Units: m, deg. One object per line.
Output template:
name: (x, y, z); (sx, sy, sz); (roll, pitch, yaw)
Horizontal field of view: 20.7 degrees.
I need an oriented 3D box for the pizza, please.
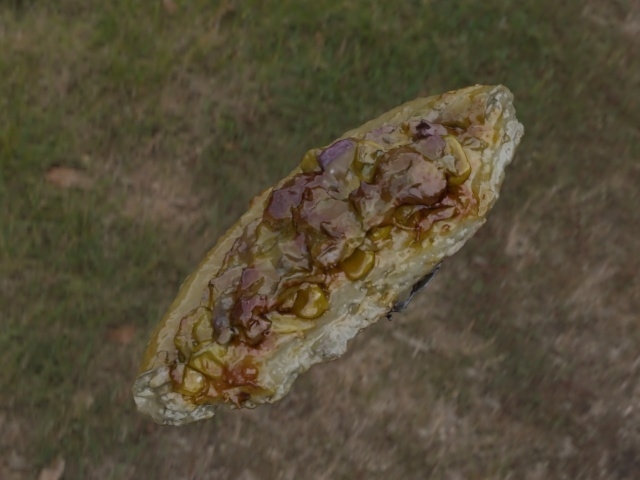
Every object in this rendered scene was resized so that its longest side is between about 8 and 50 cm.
pizza: (-0.001, -0.001, 0.902); (0.246, 0.058, 0.127); (-35, 40, 9)
